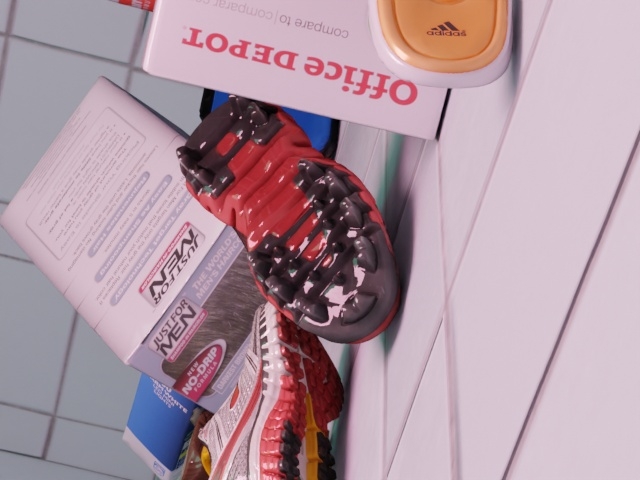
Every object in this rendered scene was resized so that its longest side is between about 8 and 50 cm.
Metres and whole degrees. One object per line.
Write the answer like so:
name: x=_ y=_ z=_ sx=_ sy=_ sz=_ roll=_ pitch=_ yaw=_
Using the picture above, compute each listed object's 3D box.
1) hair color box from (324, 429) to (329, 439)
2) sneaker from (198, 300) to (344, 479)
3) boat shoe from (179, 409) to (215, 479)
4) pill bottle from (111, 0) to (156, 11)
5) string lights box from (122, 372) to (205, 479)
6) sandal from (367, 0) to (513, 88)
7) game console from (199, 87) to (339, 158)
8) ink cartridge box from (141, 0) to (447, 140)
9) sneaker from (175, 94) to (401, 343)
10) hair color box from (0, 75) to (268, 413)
hair color box: x=-0.032 y=0.203 z=1.398 sx=0.141 sy=0.043 sz=0.072 roll=108 pitch=173 yaw=-47
sneaker: x=-0.044 y=0.121 z=1.315 sx=0.092 sy=0.088 sz=0.225 roll=-24 pitch=29 yaw=21
boat shoe: x=-0.110 y=0.275 z=1.815 sx=0.257 sy=0.095 sz=0.095 roll=-66 pitch=-9 yaw=-51
pill bottle: x=-0.091 y=-0.284 z=1.718 sx=0.181 sy=0.322 sz=0.182 roll=-167 pitch=90 yaw=-85
string lights box: x=-0.116 y=0.133 z=1.939 sx=0.133 sy=0.077 sz=0.260 roll=-37 pitch=-17 yaw=-30
sandal: x=0.070 y=-0.186 z=1.054 sx=0.265 sy=0.102 sz=0.076 roll=-96 pitch=10 yaw=-49
game console: x=-0.054 y=-0.075 z=2.025 sx=0.173 sy=0.250 sz=0.293 roll=56 pitch=-157 yaw=-30
ink cartridge box: x=0.005 y=-0.222 z=1.270 sx=0.197 sy=0.198 sz=0.270 roll=-121 pitch=44 yaw=-81
sneaker: x=0.000 y=0.000 z=1.297 sx=0.097 sy=0.135 sz=0.276 roll=-45 pitch=35 yaw=3
hair color box: x=-0.156 y=-0.007 z=1.779 sx=0.185 sy=0.113 sz=0.374 roll=-55 pitch=33 yaw=2
